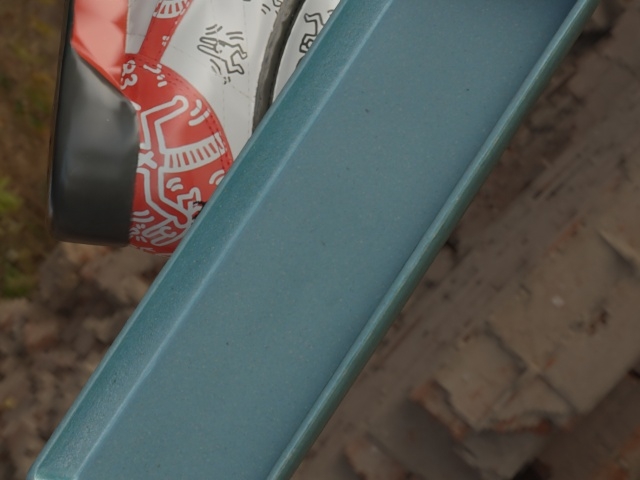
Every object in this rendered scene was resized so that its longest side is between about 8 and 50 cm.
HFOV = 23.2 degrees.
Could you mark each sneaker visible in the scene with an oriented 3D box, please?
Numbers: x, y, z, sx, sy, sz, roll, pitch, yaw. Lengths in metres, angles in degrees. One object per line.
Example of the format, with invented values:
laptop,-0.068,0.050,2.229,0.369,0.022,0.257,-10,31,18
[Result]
sneaker,-0.022,-0.123,0.602,0.090,0.145,0.270,139,136,-73

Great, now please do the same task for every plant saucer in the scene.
plant saucer,0.000,0.000,0.397,0.067,0.018,0.192,32,86,37
